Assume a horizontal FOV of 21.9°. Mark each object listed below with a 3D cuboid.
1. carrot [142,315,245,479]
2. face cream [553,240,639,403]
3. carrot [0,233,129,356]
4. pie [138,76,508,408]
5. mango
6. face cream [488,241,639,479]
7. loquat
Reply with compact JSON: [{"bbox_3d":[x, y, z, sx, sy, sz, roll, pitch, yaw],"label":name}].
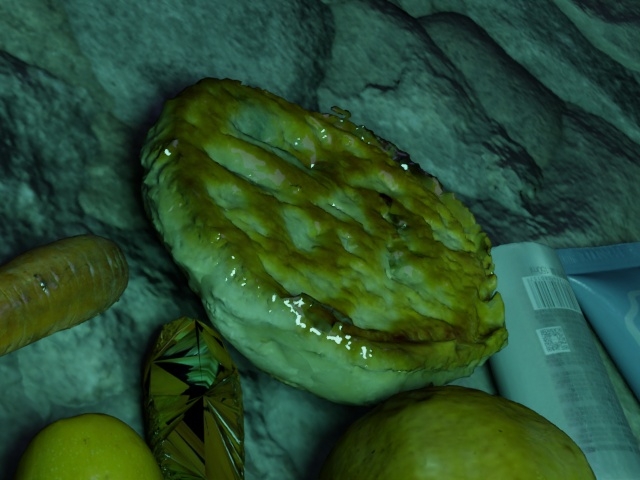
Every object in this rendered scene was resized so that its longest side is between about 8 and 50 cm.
[{"bbox_3d":[-0.079,0.153,1.036,0.069,0.069,0.229,19,47,-28],"label":"carrot"},{"bbox_3d":[0.327,0.156,1.365,0.135,0.086,0.385,-5,55,-43],"label":"face cream"},{"bbox_3d":[-0.209,0.053,1.014,0.059,0.059,0.248,52,43,8],"label":"carrot"},{"bbox_3d":[0.000,0.000,1.197,0.315,0.092,0.315,28,31,-19],"label":"pie"},{"bbox_3d":[-0.131,0.188,0.945,0.102,0.085,0.184,12,60,-37],"label":"mango"},{"bbox_3d":[0.188,0.131,1.270,0.107,0.073,0.269,2,56,-34],"label":"face cream"},{"bbox_3d":[0.083,0.192,1.041,0.187,0.176,0.234,-6,56,-3],"label":"loquat"}]
